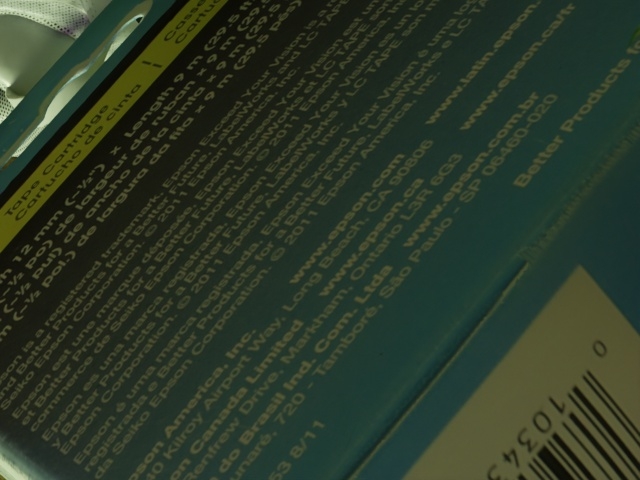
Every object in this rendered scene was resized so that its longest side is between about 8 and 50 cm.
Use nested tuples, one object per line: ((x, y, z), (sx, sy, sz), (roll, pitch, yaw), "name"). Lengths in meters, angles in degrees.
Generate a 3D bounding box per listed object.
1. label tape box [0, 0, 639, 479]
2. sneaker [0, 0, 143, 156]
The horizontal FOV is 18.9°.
((0.000, 0.000, 0.633), (0.115, 0.249, 0.347), (47, 166, -27), "label tape box")
((-0.180, -0.176, 1.028), (0.137, 0.210, 0.366), (37, 170, -39), "sneaker")
